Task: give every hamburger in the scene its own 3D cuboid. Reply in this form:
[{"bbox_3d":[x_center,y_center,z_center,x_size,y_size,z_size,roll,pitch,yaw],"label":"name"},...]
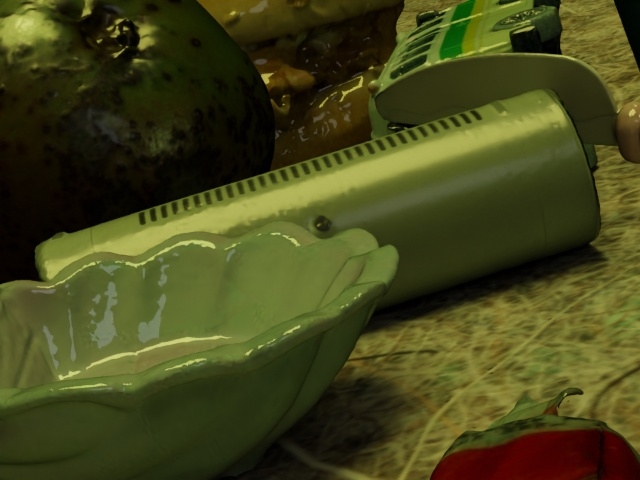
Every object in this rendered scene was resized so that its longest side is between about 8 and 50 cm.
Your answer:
[{"bbox_3d":[-0.127,-0.159,1.258,0.445,0.268,0.287,-5,22,35],"label":"hamburger"}]

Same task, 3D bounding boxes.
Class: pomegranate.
[{"bbox_3d":[-0.195,-0.057,1.022,0.285,0.285,0.341,-26,-16,-33],"label":"pomegranate"}]

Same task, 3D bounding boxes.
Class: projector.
[{"bbox_3d":[0.000,0.000,0.806,0.337,0.108,0.108,-18,14,-4],"label":"projector"}]

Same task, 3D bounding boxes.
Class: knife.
[{"bbox_3d":[0.171,-0.083,0.844,0.336,0.081,0.043,11,44,32],"label":"knife"}]

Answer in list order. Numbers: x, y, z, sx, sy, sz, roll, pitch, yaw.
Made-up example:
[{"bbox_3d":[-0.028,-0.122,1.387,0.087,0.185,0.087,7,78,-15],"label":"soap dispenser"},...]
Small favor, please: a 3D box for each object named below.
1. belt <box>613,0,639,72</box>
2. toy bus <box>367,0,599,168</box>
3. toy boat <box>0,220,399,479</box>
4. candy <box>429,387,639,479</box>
[{"bbox_3d":[0.376,-0.182,0.948,0.300,0.173,0.436,-22,9,14],"label":"belt"},{"bbox_3d":[0.133,-0.125,1.069,0.164,0.134,0.276,-15,15,14],"label":"toy bus"},{"bbox_3d":[-0.098,0.066,0.657,0.290,0.100,0.199,-9,16,-1],"label":"toy boat"},{"bbox_3d":[0.065,0.115,0.407,0.086,0.059,0.292,-15,14,18],"label":"candy"}]
